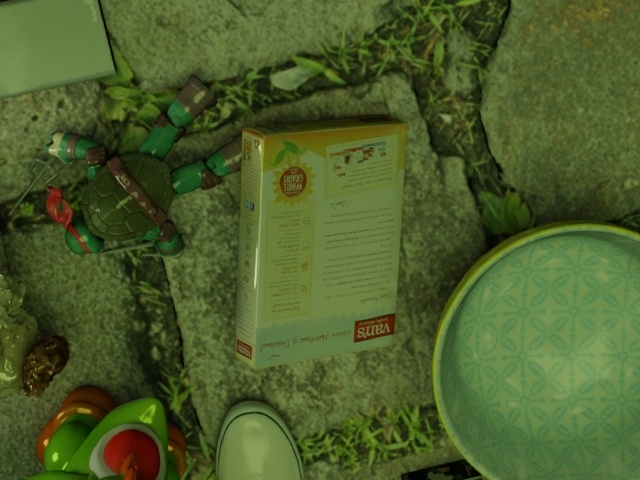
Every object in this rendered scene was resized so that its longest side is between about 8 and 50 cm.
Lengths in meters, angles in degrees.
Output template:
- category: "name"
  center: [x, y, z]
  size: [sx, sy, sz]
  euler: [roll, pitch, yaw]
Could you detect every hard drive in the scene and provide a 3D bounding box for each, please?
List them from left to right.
- category: "hard drive"
  center: [-0.276, -0.196, 1.825]
  size: [0.135, 0.022, 0.094]
  euler: [-12, 107, 0]

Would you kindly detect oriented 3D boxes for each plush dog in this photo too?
- category: "plush dog"
  center: [-0.365, 0.065, 1.839]
  size: [0.263, 0.210, 0.225]
  euler: [-1, 124, 25]

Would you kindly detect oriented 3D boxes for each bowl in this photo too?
- category: "bowl"
  center: [0.247, 0.102, 1.878]
  size: [0.290, 0.156, 0.289]
  euler: [-1, 107, -3]

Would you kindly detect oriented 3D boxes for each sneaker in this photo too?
- category: "sneaker"
  center: [-0.058, 0.297, 1.949]
  size: [0.094, 0.091, 0.258]
  euler: [-7, 107, -2]

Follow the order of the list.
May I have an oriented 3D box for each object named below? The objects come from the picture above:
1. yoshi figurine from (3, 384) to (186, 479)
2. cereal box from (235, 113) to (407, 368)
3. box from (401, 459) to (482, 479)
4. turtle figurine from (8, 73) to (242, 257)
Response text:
- category: "yoshi figurine"
  center: [-0.215, 0.292, 1.796]
  size: [0.204, 0.362, 0.203]
  euler: [-20, 107, 2]
- category: "cereal box"
  center: [0.000, 0.000, 1.852]
  size: [0.173, 0.047, 0.240]
  euler: [-7, 109, -33]
- category: "box"
  center: [0.134, 0.276, 1.976]
  size: [0.083, 0.052, 0.062]
  euler: [-14, 107, 2]
- category: "turtle figurine"
  center: [-0.180, -0.049, 1.832]
  size: [0.234, 0.118, 0.175]
  euler: [-37, 110, -1]
